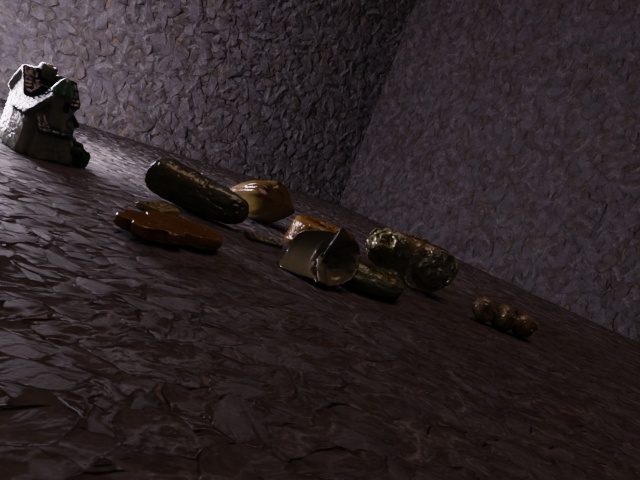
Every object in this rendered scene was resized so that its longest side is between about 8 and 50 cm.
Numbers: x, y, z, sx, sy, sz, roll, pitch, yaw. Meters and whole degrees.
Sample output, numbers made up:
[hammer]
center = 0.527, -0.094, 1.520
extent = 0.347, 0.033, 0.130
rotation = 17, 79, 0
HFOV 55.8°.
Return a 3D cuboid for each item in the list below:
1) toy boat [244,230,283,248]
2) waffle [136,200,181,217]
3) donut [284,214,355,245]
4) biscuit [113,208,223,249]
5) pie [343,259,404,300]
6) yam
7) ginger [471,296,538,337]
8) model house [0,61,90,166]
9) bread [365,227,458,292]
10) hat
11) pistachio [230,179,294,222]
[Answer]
[toy boat]
center = -0.173, -0.003, 1.835
extent = 0.115, 0.016, 0.063
rotation = 17, 8, -25
[waffle]
center = -0.445, -0.087, 1.691
extent = 0.092, 0.021, 0.135
rotation = 21, 8, 14
[donut]
center = 0.000, 0.000, 1.920
extent = 0.227, 0.113, 0.226
rotation = 21, 9, -4
[biscuit]
center = -0.349, -0.022, 1.404
extent = 0.202, 0.044, 0.289
rotation = 23, 9, 21
[pie]
center = 0.117, 0.091, 1.721
extent = 0.277, 0.078, 0.277
rotation = 22, 8, -3
[yam]
center = -0.373, -0.146, 1.884
extent = 0.330, 0.133, 0.133
rotation = 24, 8, 8
[ginger]
center = 0.565, 0.239, 1.870
extent = 0.204, 0.080, 0.104
rotation = 22, -7, -4
[model house]
center = -0.859, -0.407, 1.913
extent = 0.298, 0.284, 0.243
rotation = 27, 15, 39
[bread]
center = 0.303, 0.063, 2.048
extent = 0.314, 0.171, 0.192
rotation = 22, 9, 7
[hat]
center = -0.002, 0.056, 1.590
extent = 0.144, 0.166, 0.173
rotation = 42, -28, -27
[pistachio]
center = -0.221, -0.145, 2.239
extent = 0.260, 0.162, 0.213
rotation = 10, -23, 46
